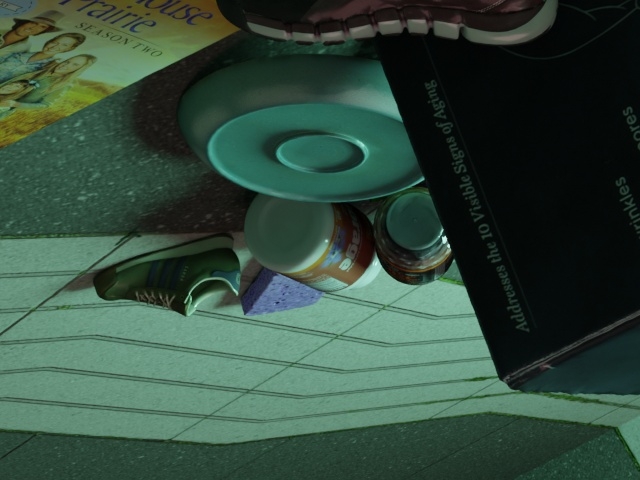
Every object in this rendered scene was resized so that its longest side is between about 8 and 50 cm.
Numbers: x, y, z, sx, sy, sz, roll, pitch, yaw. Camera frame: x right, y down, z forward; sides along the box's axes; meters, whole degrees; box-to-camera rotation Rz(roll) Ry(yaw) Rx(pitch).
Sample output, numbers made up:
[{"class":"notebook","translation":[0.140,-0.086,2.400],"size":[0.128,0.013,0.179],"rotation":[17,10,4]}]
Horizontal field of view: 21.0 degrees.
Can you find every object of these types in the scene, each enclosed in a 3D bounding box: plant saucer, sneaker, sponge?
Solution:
[{"class":"plant saucer","translation":[0.000,-0.110,1.885],"size":[0.318,0.043,0.317],"rotation":[2,158,1]},{"class":"sneaker","translation":[0.057,-0.247,1.386],"size":[0.281,0.106,0.162],"rotation":[0,129,-4]},{"class":"sponge","translation":[-0.028,0.046,2.430],"size":[0.117,0.031,0.210],"rotation":[-9,158,-25]},{"class":"sneaker","translation":[-0.194,0.060,2.240],"size":[0.192,0.086,0.064],"rotation":[-18,160,-2]}]

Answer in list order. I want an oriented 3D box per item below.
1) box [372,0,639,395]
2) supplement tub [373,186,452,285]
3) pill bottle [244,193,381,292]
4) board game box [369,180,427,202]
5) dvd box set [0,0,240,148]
[{"class":"box","translation":[0.330,-0.173,1.519],"size":[0.472,0.480,0.297],"rotation":[-29,158,28]},{"class":"supplement tub","translation":[0.116,-0.007,2.121],"size":[0.106,0.106,0.198],"rotation":[-19,169,1]},{"class":"pill bottle","translation":[0.000,0.000,2.204],"size":[0.121,0.121,0.216],"rotation":[-25,160,18]},{"class":"board game box","translation":[0.202,-0.159,2.048],"size":[0.316,0.064,0.242],"rotation":[-16,160,-6]},{"class":"dvd box set","translation":[-0.281,-0.184,1.512],"size":[0.420,0.062,0.307],"rotation":[-22,161,27]}]
